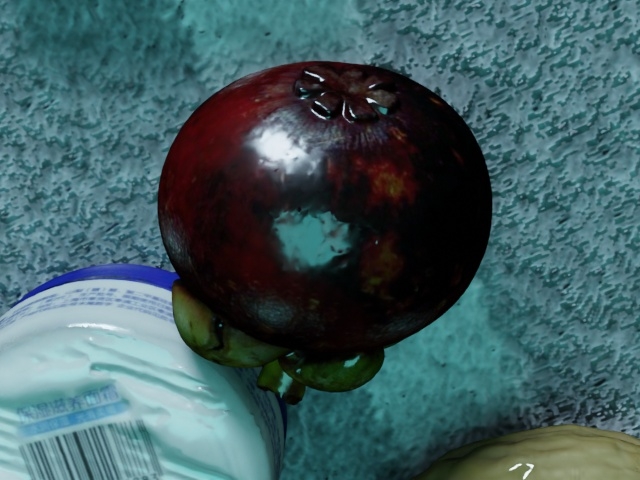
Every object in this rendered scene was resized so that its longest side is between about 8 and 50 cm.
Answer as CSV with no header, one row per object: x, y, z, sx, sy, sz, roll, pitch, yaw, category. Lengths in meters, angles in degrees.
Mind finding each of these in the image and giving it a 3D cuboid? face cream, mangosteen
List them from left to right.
-0.125,0.126,0.743,0.206,0.111,0.206,1,108,2,face cream
0.000,0.000,0.667,0.200,0.200,0.200,1,107,3,mangosteen

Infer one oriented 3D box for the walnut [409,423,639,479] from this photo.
0.123,0.208,0.712,0.245,0.198,0.198,-19,105,11,walnut
